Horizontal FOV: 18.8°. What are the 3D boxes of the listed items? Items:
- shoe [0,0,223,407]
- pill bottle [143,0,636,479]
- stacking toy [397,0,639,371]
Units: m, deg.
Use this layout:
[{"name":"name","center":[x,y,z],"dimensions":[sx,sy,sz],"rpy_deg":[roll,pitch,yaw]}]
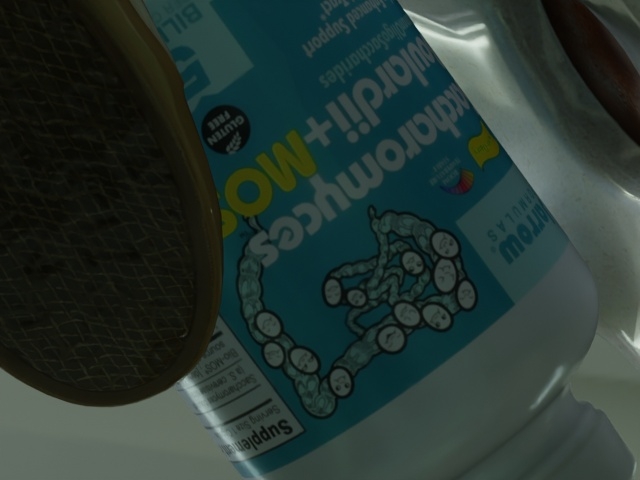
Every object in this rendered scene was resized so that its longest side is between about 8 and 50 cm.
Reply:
[{"name":"shoe","center":[-0.075,-0.056,0.439],"dimensions":[0.076,0.058,0.219],"rpy_deg":[-14,-57,10]},{"name":"pill bottle","center":[0.000,0.000,0.688],"dimensions":[0.146,0.146,0.264],"rpy_deg":[-35,-85,26]},{"name":"stacking toy","center":[0.267,-0.173,0.744],"dimensions":[0.480,0.350,0.350],"rpy_deg":[-33,-56,-9]}]
